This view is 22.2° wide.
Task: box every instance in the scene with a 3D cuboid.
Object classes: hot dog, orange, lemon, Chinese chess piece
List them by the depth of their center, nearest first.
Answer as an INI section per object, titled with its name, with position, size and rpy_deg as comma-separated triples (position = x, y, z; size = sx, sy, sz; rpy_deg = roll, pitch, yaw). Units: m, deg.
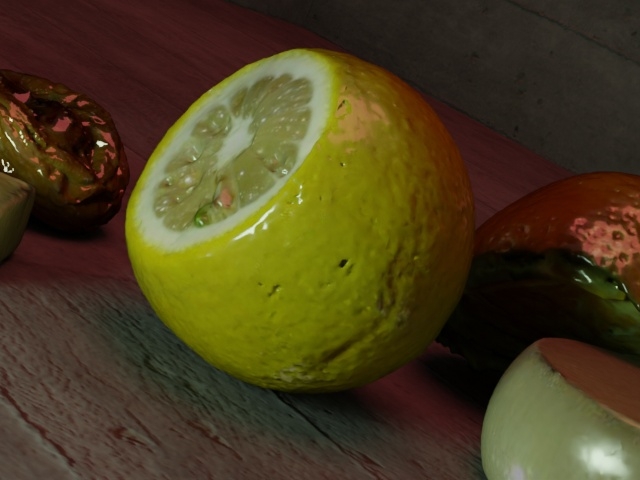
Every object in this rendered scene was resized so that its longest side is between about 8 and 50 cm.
[lemon]
position = 0.000, 0.000, 1.149
size = 0.219, 0.240, 0.240
rpy_deg = 45, -2, -34
[Chinese chess piece]
position = 0.245, 0.166, 1.163
size = 0.273, 0.102, 0.273
rpy_deg = 21, 10, -4
[hot dog]
position = -0.258, -0.088, 1.371
size = 0.227, 0.099, 0.160
rpy_deg = 26, 11, 27
[orange]
position = 0.255, 0.052, 1.389
size = 0.334, 0.196, 0.262
rpy_deg = 14, -29, -28

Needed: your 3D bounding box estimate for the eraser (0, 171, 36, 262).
[eraser]
position = -0.298, -0.039, 1.161
size = 0.172, 0.058, 0.117
rpy_deg = 23, 12, 1
